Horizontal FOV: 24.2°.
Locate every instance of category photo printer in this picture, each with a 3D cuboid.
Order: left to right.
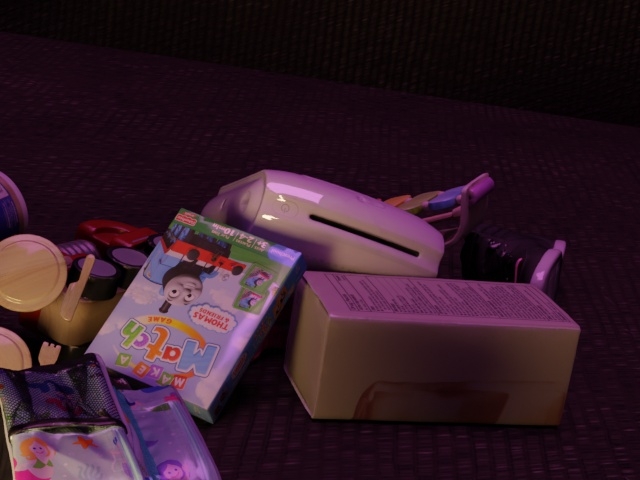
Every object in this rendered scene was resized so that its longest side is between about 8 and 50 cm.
[{"bbox_3d":[0.000,0.000,1.852,0.256,0.107,0.307,19,-9,-16],"label":"photo printer"}]

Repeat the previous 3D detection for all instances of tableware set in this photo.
[{"bbox_3d":[-0.327,0.086,1.562,0.128,0.194,0.039,18,-24,-2],"label":"tableware set"}]

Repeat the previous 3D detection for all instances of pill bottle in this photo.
[{"bbox_3d":[-0.467,-0.011,1.861,0.112,0.112,0.187,18,31,30],"label":"pill bottle"}]

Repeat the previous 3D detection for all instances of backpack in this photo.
[{"bbox_3d":[-0.165,0.222,1.049,0.191,0.225,0.253,-1,22,-15],"label":"backpack"}]

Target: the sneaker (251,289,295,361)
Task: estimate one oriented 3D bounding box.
[{"bbox_3d":[-0.104,0.087,1.772,0.111,0.103,0.252,19,11,35],"label":"sneaker"}]

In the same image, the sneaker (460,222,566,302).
[{"bbox_3d":[0.262,0.045,2.088,0.147,0.104,0.296,9,10,9],"label":"sneaker"}]

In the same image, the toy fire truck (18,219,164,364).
[{"bbox_3d":[-0.310,0.046,1.755,0.246,0.158,0.217,27,23,23],"label":"toy fire truck"}]

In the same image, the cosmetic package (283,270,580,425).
[{"bbox_3d":[0.122,0.122,1.692,0.296,0.129,0.153,5,18,-15],"label":"cosmetic package"}]

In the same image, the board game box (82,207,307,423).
[{"bbox_3d":[-0.135,0.078,1.625,0.160,0.039,0.211,20,63,21],"label":"board game box"}]

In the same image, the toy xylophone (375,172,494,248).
[{"bbox_3d":[0.098,-0.029,2.144,0.323,0.081,0.236,-11,9,16],"label":"toy xylophone"}]

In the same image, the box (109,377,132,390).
[{"bbox_3d":[-0.229,0.171,1.485,0.083,0.052,0.062,3,18,-21],"label":"box"}]
